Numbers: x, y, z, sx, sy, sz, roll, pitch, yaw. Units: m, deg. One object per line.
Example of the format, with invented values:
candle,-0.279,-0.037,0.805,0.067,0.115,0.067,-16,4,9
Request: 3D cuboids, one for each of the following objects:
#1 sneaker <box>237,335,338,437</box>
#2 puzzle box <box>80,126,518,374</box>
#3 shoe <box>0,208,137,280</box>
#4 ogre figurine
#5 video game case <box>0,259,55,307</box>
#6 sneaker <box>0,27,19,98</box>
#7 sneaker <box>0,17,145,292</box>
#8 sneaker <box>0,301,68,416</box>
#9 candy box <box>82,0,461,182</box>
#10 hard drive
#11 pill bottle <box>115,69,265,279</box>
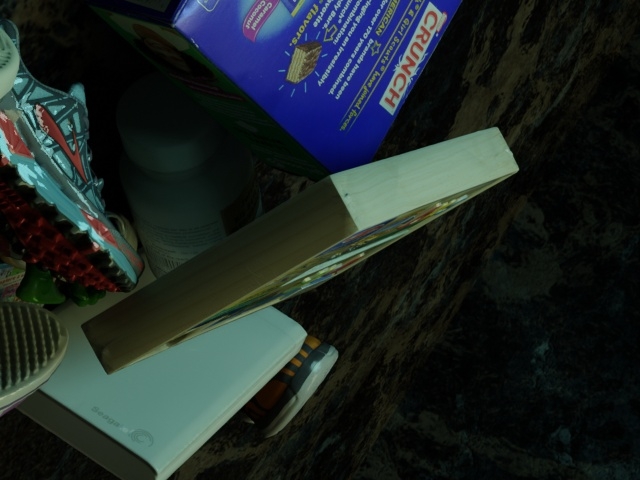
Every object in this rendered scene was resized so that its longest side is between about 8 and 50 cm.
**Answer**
sneaker,-0.101,0.129,1.857,0.124,0.180,0.321,-51,-172,-18
puzzle box,0.000,0.000,1.439,0.272,0.052,0.409,-31,175,27
shoe,-0.225,0.007,1.518,0.219,0.058,0.076,1,98,-68
ogre figurine,-0.255,-0.011,1.348,0.097,0.197,0.118,33,-74,66
video game case,-0.309,0.084,1.525,0.166,0.015,0.119,-63,162,16
sneaker,-0.344,-0.059,1.017,0.350,0.131,0.148,-28,154,-48
sneaker,-0.206,-0.066,1.248,0.262,0.104,0.125,54,55,-35
sneaker,-0.352,0.169,1.433,0.282,0.102,0.161,-33,155,-33
candy box,-0.020,-0.230,1.400,0.317,0.122,0.268,40,75,-51
hard drive,-0.169,0.115,1.610,0.307,0.203,0.040,-40,158,-55
pill bottle,-0.128,-0.057,1.570,0.131,0.131,0.229,-50,152,-25
